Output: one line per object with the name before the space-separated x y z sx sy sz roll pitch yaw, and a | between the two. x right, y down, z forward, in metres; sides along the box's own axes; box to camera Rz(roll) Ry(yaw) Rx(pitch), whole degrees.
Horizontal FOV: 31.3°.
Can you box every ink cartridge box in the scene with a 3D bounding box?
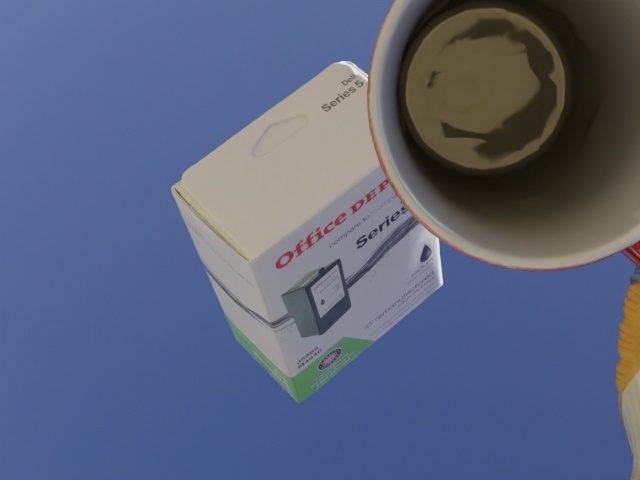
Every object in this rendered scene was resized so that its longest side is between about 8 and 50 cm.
ink cartridge box | 0.000 0.000 1.055 0.198 0.273 0.115 -38 -120 -15

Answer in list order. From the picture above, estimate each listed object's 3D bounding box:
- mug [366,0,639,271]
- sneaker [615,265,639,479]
mug | 0.077 -0.041 0.444 0.113 0.169 0.150 -17 -82 3
sneaker | 0.228 0.113 0.614 0.131 0.112 0.296 -3 -118 30
